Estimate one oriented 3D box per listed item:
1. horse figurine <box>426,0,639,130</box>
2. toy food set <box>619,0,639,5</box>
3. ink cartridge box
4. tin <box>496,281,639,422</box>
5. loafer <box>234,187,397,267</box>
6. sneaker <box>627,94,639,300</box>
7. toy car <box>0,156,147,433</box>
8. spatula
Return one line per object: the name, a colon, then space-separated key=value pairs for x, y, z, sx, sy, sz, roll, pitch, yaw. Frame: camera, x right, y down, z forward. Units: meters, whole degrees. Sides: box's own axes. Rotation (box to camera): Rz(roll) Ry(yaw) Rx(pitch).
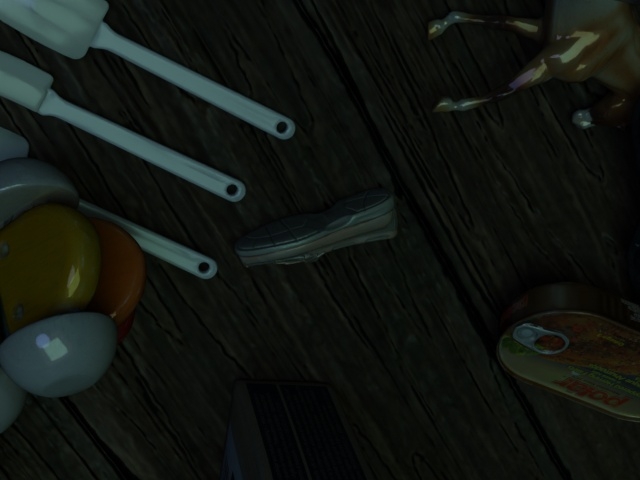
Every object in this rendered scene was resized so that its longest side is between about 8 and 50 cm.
horse figurine: x=0.163 y=-0.193 z=0.753 sx=0.174 sy=0.066 sz=0.263 roll=-3 pitch=112 yaw=-2
toy food set: x=0.073 y=-0.272 z=0.644 sx=0.306 sy=0.092 sz=0.219 roll=13 pitch=107 yaw=14
ink cartridge box: x=-0.029 y=0.249 z=0.799 sx=0.088 sy=0.193 sz=0.234 roll=6 pitch=107 yaw=-13
tin: x=0.228 y=0.091 z=0.852 sx=0.190 sy=0.040 sz=0.106 roll=23 pitch=134 yaw=-17
loafer: x=0.000 y=0.000 z=0.801 sx=0.125 sy=0.045 sz=0.039 roll=-20 pitch=118 yaw=-6
sneaker: x=0.297 y=-0.037 z=0.820 sx=0.097 sy=0.084 sz=0.234 roll=-32 pitch=130 yaw=-30
toy car: x=-0.199 y=0.044 z=0.734 sx=0.182 sy=0.159 sz=0.136 roll=-28 pitch=158 yaw=22
spatula: x=-0.154 y=-0.076 z=0.762 sx=0.242 sy=0.019 sz=0.168 roll=26 pitch=97 yaw=-19
